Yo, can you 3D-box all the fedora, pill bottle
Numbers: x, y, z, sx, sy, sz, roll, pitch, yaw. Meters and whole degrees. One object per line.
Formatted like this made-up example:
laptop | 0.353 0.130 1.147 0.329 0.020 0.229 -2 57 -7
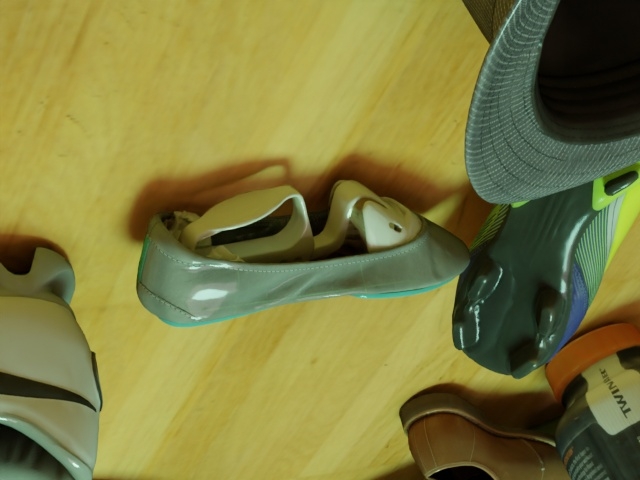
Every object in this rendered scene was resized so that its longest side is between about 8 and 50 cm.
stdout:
fedora | 0.144 -0.147 0.544 0.275 0.124 0.244 -28 151 -13
pill bottle | 0.269 0.186 0.998 0.130 0.246 0.130 -19 149 -12

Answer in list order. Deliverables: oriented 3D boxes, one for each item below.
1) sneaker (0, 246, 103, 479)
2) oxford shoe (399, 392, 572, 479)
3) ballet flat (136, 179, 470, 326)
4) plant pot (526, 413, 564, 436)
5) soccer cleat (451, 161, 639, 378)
sneaker | -0.264 0.099 0.601 0.330 0.146 0.122 -11 147 -18
oxford shoe | 0.149 0.195 1.046 0.212 0.076 0.076 24 131 -35
ballet flat | 0.000 0.000 0.715 0.213 0.072 0.068 -9 121 -28
plant pot | 0.224 0.186 1.138 0.079 0.083 0.083 -14 148 5
soccer cleat | 0.160 -0.044 0.764 0.121 0.093 0.289 -51 167 -55
